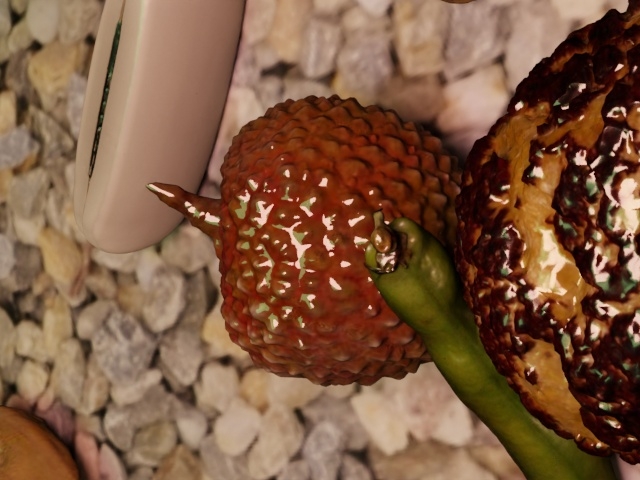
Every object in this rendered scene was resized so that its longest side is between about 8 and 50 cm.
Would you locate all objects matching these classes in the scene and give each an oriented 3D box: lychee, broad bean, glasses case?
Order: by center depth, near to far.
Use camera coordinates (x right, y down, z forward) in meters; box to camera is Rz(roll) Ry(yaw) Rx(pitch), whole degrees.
[{"bbox_3d":[0.089,0.068,0.879,0.254,0.046,0.065,50,178,-30],"label":"broad bean"},{"bbox_3d":[0.000,0.000,0.942,0.197,0.165,0.165,3,109,2],"label":"lychee"},{"bbox_3d":[-0.105,-0.096,1.080,0.059,0.092,0.233,35,125,32],"label":"glasses case"}]

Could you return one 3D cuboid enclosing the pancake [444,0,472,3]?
[{"bbox_3d":[0.075,-0.221,0.912,0.190,0.020,0.184,13,111,42],"label":"pancake"}]

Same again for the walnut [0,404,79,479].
[{"bbox_3d":[-0.263,0.257,1.297,0.204,0.141,0.238,35,125,45],"label":"walnut"}]

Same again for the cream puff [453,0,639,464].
[{"bbox_3d":[0.170,0.001,0.770,0.239,0.165,0.239,12,107,43],"label":"cream puff"}]
